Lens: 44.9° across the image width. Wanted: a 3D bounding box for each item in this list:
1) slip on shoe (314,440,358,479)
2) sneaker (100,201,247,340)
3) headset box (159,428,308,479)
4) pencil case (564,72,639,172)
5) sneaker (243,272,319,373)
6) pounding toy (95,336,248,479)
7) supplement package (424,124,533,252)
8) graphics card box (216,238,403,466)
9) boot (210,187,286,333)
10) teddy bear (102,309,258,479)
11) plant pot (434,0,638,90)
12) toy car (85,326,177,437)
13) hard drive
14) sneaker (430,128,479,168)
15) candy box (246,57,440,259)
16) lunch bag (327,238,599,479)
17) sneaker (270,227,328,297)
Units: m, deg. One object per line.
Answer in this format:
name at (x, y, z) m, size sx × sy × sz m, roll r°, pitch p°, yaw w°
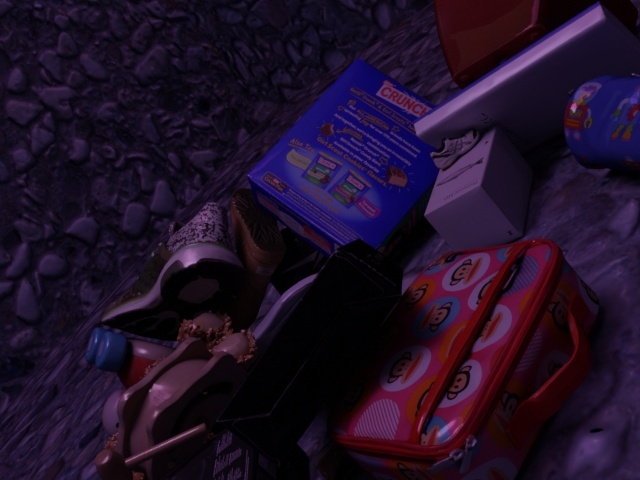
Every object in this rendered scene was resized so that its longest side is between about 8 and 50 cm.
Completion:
slip on shoe at (0.050, 0.237, 0.933) m, size 0.135 × 0.051 × 0.041 m, roll -43°, pitch 37°, yaw 1°
sneaker at (-0.269, 0.062, 1.437) m, size 0.410 × 0.158 × 0.182 m, roll -31°, pitch 45°, yaw 41°
headset box at (-0.156, 0.373, 0.950) m, size 0.293 × 0.110 × 0.218 m, roll -39°, pitch 16°, yaw 9°
pencil case at (0.413, -0.137, 0.910) m, size 0.133 × 0.119 × 0.306 m, roll -65°, pitch 18°, yaw 3°
sneaker at (-0.069, 0.142, 1.353) m, size 0.258 × 0.094 × 0.091 m, roll -42°, pitch 21°, yaw 5°
pounding toy at (-0.188, 0.274, 1.098) m, size 0.154 × 0.154 × 0.269 m, roll 18°, pitch 44°, yaw 34°
supplement package at (0.242, -0.072, 1.162) m, size 0.105 × 0.105 × 0.179 m, roll -29°, pitch 21°, yaw 35°
graphics card box at (0.006, 0.116, 0.980) m, size 0.233 × 0.094 × 0.371 m, roll -55°, pitch -5°, yaw 4°
boot at (-0.158, 0.066, 1.448) m, size 0.236 × 0.089 × 0.270 m, roll -107°, pitch 35°, yaw -53°
teddy bear at (-0.227, 0.273, 1.293) m, size 0.245 × 0.113 × 0.338 m, roll 9°, pitch 68°, yaw 34°
plant pot at (0.362, -0.339, 1.335) m, size 0.267 × 0.267 × 0.236 m, roll -26°, pitch 37°, yaw 42°
toy car at (-0.349, 0.310, 1.488) m, size 0.210 × 0.219 × 0.238 m, roll -4°, pitch 70°, yaw 64°
hard drive at (0.330, -0.216, 1.180) m, size 0.318 × 0.210 × 0.040 m, roll -30°, pitch 57°, yaw 35°
sneaker at (0.205, -0.147, 1.181) m, size 0.083 × 0.037 × 0.032 m, roll -40°, pitch 14°, yaw 0°
candy box at (0.076, -0.127, 1.372) m, size 0.317 × 0.268 × 0.122 m, roll -48°, pitch -18°, yaw -17°
lunch bag at (0.165, 0.135, 0.828) m, size 0.258 × 0.120 × 0.293 m, roll -11°, pitch 37°, yaw 54°
sneaker at (0.000, 0.000, 1.482) m, size 0.276 × 0.135 × 0.097 m, roll -46°, pitch 15°, yaw -15°
